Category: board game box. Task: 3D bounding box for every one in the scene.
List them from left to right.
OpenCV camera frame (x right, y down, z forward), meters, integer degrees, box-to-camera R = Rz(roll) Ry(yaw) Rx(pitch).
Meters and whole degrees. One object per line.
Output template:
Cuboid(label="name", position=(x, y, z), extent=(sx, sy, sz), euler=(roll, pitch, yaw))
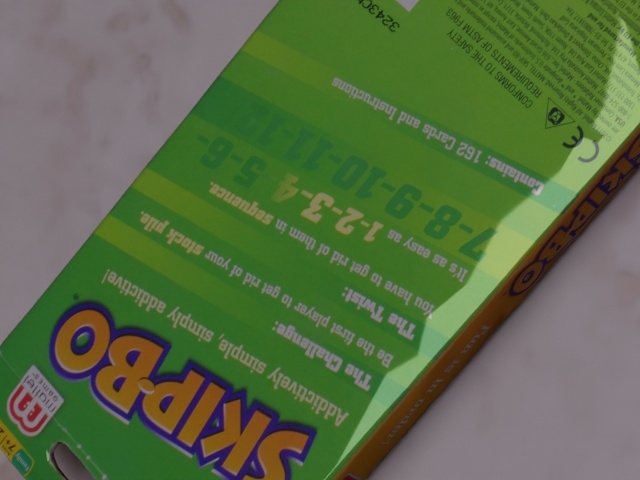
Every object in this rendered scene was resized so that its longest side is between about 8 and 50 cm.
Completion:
Cuboid(label="board game box", position=(0.000, 0.000, 0.632), extent=(0.259, 0.039, 0.124), euler=(-49, 66, 10))
